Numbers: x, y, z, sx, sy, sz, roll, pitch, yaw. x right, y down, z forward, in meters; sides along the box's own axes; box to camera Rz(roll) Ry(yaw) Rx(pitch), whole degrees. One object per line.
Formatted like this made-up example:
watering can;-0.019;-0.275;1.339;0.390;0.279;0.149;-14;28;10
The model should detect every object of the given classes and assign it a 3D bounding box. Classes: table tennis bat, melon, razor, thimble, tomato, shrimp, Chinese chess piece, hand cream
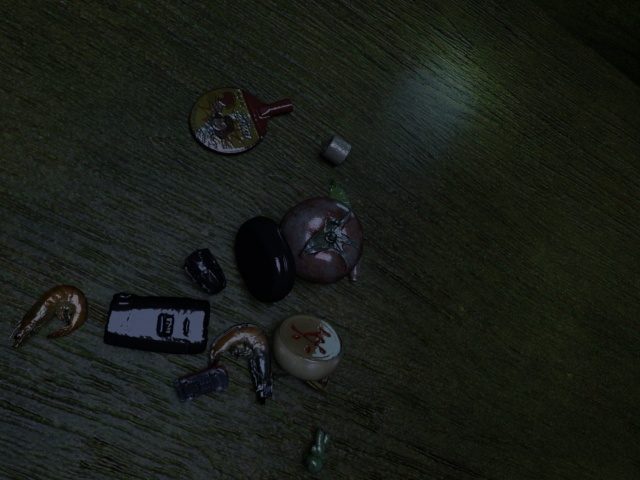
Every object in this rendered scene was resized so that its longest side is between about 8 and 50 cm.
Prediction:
table tennis bat;-0.299;-0.472;1.895;0.414;0.051;0.268;-20;86;-20
melon;0.067;-0.117;1.959;0.113;0.053;0.262;-8;77;-3
razor;-0.529;0.270;1.616;0.326;0.107;0.189;9;76;-17
thimble;0.060;-0.358;1.959;0.090;0.115;0.102;32;67;-12
tomato;0.000;0.000;1.770;0.316;0.282;0.317;3;80;-21
shrimp;-0.270;0.435;1.701;0.222;0.054;0.291;-11;79;-23
Chinese chess piece;-0.044;0.367;1.703;0.249;0.250;0.103;8;120;-18
hand cream;0.142;0.058;1.939;0.067;0.043;0.210;19;70;-39
shrimp;-0.844;0.245;1.535;0.248;0.068;0.150;-42;99;-27

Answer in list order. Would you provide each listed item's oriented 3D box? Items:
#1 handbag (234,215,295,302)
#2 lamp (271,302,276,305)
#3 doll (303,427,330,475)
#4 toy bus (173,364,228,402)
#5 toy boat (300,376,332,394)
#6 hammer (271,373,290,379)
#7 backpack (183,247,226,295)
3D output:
handbag;-0.198;0.069;1.696;0.093;0.254;0.308;-8;63;-41
lamp;-0.169;0.137;1.806;0.056;0.050;0.198;15;76;-13
doll;-0.012;0.740;1.728;0.115;0.077;0.150;55;48;-42
toy bus;-0.383;0.462;1.617;0.174;0.077;0.079;-18;96;0
toy boat;-0.047;0.458;1.755;0.226;0.088;0.068;41;32;-6
hammer;-0.121;0.482;1.761;0.110;0.035;0.019;3;76;-28
backpack;-0.398;0.112;1.698;0.105;0.120;0.165;-32;90;-1
